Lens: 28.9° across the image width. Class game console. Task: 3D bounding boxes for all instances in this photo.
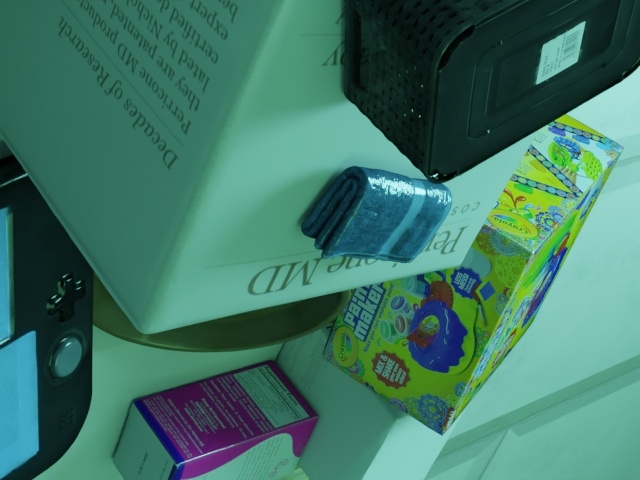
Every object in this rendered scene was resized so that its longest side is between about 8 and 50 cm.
[{"bbox_3d":[-0.330,0.117,1.042,0.386,0.060,0.342,-33,142,-50],"label":"game console"}]

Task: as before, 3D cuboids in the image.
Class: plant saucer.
[{"bbox_3d":[-0.108,0.045,1.260,0.277,0.041,0.278,-3,153,-2],"label":"plant saucer"}]

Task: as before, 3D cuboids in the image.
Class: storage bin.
[{"bbox_3d":[0.109,-0.129,0.718,0.180,0.084,0.122,-29,148,-20],"label":"storage bin"}]

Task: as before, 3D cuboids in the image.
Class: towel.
[{"bbox_3d":[0.044,-0.015,0.843,0.119,0.029,0.067,8,123,-53],"label":"towel"}]

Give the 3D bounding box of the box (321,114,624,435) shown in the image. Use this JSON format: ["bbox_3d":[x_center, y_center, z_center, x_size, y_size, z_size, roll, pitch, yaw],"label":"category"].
[{"bbox_3d":[0.174,0.014,1.443,0.279,0.177,0.290,-41,157,-47],"label":"box"}]

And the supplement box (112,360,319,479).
[{"bbox_3d":[-0.128,0.246,1.540,0.220,0.114,0.111,-11,137,-40],"label":"supplement box"}]

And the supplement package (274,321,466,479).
[{"bbox_3d":[0.053,0.206,1.606,0.149,0.203,0.194,-11,138,-41],"label":"supplement package"}]

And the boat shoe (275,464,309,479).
[{"bbox_3d":[-0.032,0.308,1.748,0.285,0.103,0.092,-9,142,-37],"label":"boat shoe"}]

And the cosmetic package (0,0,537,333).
[{"bbox_3d":[-0.018,-0.205,0.883,0.329,0.327,0.394,-10,138,-42],"label":"cosmetic package"}]
